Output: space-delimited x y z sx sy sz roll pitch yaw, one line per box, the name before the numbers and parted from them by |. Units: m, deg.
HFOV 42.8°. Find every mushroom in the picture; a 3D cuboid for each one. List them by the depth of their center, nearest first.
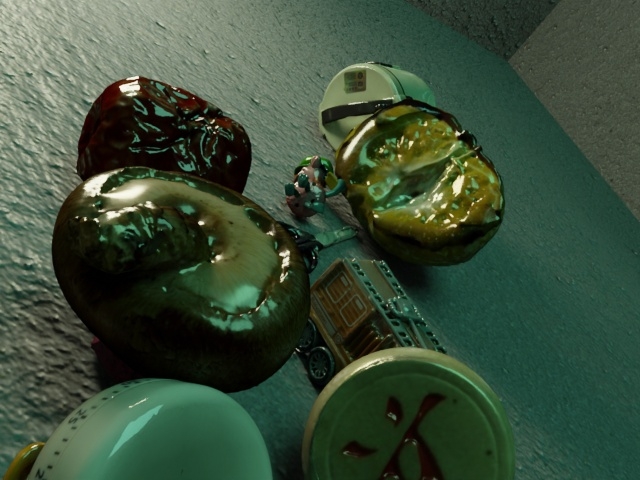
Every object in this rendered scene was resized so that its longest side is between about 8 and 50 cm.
mushroom | -0.147 0.036 0.853 0.297 0.163 0.278 43 23 30

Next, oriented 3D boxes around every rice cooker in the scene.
rice cooker | 0.125 -0.281 1.808 0.244 0.226 0.226 -11 56 -52

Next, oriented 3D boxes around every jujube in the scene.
jujube | -0.220 -0.112 1.150 0.232 0.213 0.213 18 34 -29

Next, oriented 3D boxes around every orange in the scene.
orange | 0.190 -0.092 1.600 0.369 0.270 0.210 56 -12 25

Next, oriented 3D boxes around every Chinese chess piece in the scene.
Chinese chess piece | 0.103 0.251 0.962 0.250 0.250 0.103 44 -4 7

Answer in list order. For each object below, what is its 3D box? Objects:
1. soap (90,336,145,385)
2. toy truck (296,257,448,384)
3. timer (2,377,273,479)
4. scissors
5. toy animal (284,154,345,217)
soap | -0.177 0.090 1.000 0.162 0.099 0.250 34 27 -11
toy truck | 0.092 0.171 1.141 0.136 0.162 0.305 5 42 -45
timer | -0.127 0.238 0.692 0.233 0.240 0.234 0 89 -50
scissors | 0.000 0.000 1.443 0.109 0.022 0.300 52 29 14
toy animal | -0.009 -0.098 1.491 0.103 0.100 0.208 1 14 7
